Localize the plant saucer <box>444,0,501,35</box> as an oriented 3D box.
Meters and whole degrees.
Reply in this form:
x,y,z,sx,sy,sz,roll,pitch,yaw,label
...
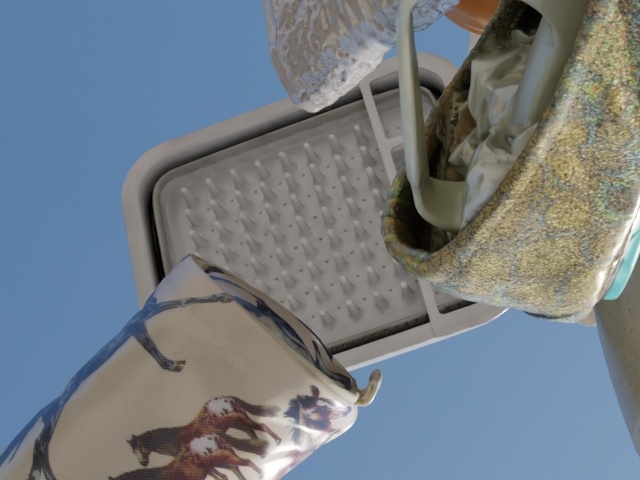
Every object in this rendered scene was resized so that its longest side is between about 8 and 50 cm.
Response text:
x,y,z,sx,sy,sz,roll,pitch,yaw,label
0.159,-0.275,1.207,0.200,0.200,0.037,50,-147,17,plant saucer

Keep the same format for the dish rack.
x,y,z,sx,sy,sz,roll,pitch,yaw,label
0.000,0.000,1.224,0.333,0.072,0.285,-19,-121,7,dish rack

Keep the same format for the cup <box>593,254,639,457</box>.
x,y,z,sx,sy,sz,roll,pitch,yaw,label
0.275,0.024,0.725,0.331,0.331,0.237,21,-119,7,cup

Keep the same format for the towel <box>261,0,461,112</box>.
x,y,z,sx,sy,sz,roll,pitch,yaw,label
0.014,-0.236,0.769,0.049,0.187,0.282,-1,-109,-31,towel

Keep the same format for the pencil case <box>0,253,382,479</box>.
x,y,z,sx,sy,sz,roll,pitch,yaw,label
-0.145,0.197,0.957,0.183,0.160,0.410,43,-93,-13,pencil case

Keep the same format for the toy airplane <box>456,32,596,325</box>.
x,y,z,sx,sy,sz,roll,pitch,yaw,label
0.324,-0.137,1.427,0.272,0.386,0.384,-13,-105,-33,toy airplane

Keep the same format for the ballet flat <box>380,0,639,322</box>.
x,y,z,sx,sy,sz,roll,pitch,yaw,label
0.087,-0.099,0.451,0.123,0.348,0.123,6,-132,-6,ballet flat
